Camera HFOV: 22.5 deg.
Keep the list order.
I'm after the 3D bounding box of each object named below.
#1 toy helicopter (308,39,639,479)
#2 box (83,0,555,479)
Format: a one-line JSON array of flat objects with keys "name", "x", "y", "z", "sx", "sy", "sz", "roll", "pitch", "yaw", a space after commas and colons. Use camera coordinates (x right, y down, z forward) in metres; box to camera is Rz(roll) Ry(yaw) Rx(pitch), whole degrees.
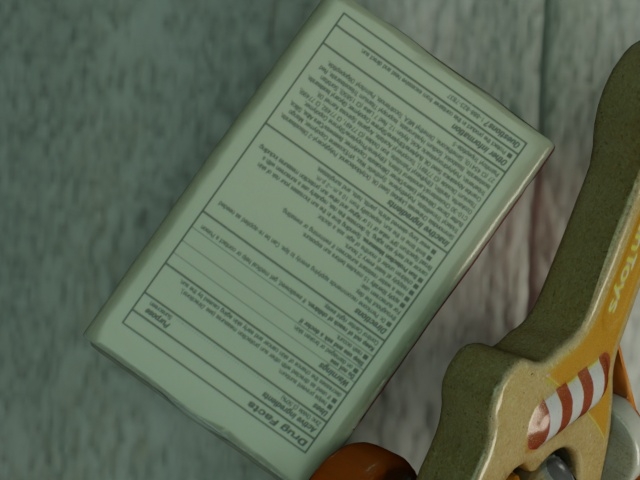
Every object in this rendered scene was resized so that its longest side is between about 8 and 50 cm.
[{"name": "toy helicopter", "x": 0.141, "y": 0.067, "z": 0.867, "sx": 0.140, "sy": 0.235, "sz": 0.355, "roll": 21, "pitch": 91, "yaw": 35}, {"name": "box", "x": 0.000, "y": 0.000, "z": 0.900, "sx": 0.148, "sy": 0.127, "sz": 0.232, "roll": 36, "pitch": 91, "yaw": 0}]
